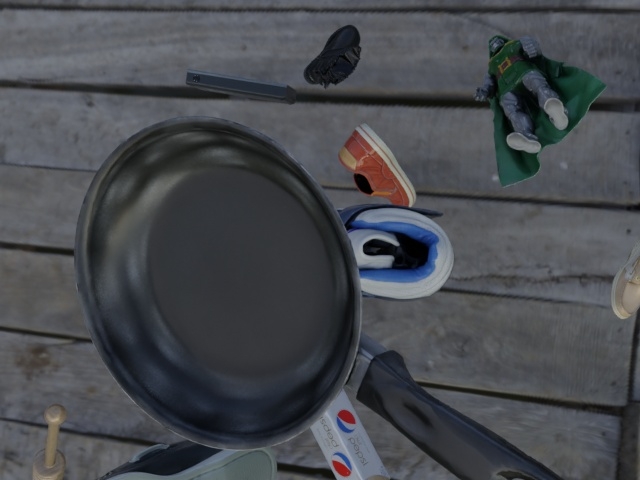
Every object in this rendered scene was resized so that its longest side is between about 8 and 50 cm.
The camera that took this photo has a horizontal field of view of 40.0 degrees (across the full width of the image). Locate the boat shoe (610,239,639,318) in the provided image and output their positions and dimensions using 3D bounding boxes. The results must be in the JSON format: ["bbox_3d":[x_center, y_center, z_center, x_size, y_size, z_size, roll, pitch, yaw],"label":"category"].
[{"bbox_3d":[0.562,0.061,1.537,0.063,0.059,0.170,39,66,-18],"label":"boat shoe"}]

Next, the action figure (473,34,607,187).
[{"bbox_3d":[0.212,-0.167,0.940,0.063,0.232,0.137,38,114,-22],"label":"action figure"}]

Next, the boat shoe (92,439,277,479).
[{"bbox_3d":[-0.180,0.281,0.939,0.091,0.302,0.115,2,92,41],"label":"boat shoe"}]

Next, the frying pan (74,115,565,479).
[{"bbox_3d":[-0.003,0.031,0.488,0.326,0.053,0.197,6,104,26],"label":"frying pan"}]

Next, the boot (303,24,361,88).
[{"bbox_3d":[0.031,-0.272,1.291,0.121,0.099,0.045,-47,110,-11],"label":"boot"}]

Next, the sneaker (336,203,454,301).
[{"bbox_3d":[0.000,0.001,1.060,0.322,0.236,0.130,10,81,-2],"label":"sneaker"}]

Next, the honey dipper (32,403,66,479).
[{"bbox_3d":[-0.241,0.183,0.784,0.030,0.161,0.031,9,55,-12],"label":"honey dipper"}]

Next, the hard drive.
[{"bbox_3d":[-0.105,-0.207,1.191,0.135,0.094,0.022,10,96,5],"label":"hard drive"}]

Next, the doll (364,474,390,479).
[{"bbox_3d":[0.077,0.353,0.953,0.046,0.129,0.189,-37,39,28],"label":"doll"}]

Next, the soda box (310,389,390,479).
[{"bbox_3d":[0.047,0.398,1.743,0.074,0.069,0.216,-37,76,44],"label":"soda box"}]

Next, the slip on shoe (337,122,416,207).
[{"bbox_3d":[0.121,-0.141,1.906,0.101,0.331,0.123,-42,63,3],"label":"slip on shoe"}]
